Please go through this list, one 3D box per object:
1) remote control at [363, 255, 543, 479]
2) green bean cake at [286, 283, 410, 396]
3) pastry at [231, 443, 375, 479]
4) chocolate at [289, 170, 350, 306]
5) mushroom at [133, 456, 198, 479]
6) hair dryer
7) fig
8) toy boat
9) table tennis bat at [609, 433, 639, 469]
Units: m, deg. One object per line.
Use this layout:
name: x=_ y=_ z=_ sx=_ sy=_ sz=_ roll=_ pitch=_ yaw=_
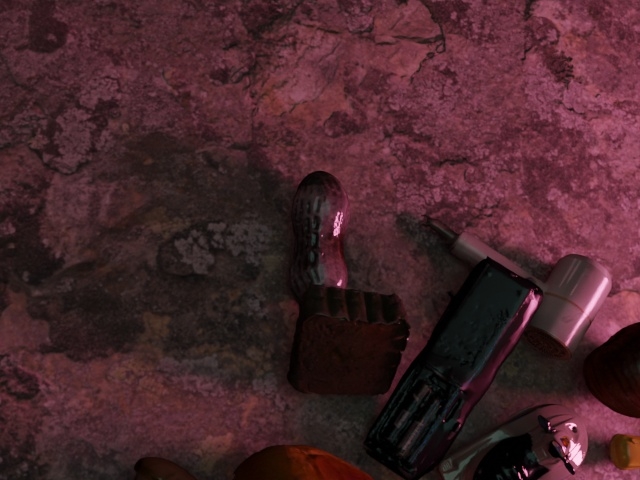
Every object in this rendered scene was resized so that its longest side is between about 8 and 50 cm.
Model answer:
remote control: x=0.221 y=0.213 z=1.465 sx=0.144 sy=0.062 sz=0.399 roll=32 pitch=83 yaw=15
green bean cake: x=0.042 y=0.161 z=1.424 sx=0.181 sy=0.173 sz=0.094 roll=6 pitch=35 yaw=-10
pastry: x=0.024 y=0.438 z=1.276 sx=0.356 sy=0.356 sz=0.164 roll=33 pitch=95 yaw=-3
chocolate: x=0.000 y=0.000 z=1.489 sx=0.110 sy=0.110 sz=0.248 roll=1 pitch=81 yaw=-12
mushroom: x=-0.333 y=0.503 z=1.277 sx=0.407 sy=0.154 sz=0.138 roll=-54 pitch=132 yaw=-24
hair dryer: x=0.336 y=0.045 z=1.564 sx=0.357 sy=0.107 sz=0.173 roll=34 pitch=71 yaw=4
fig: x=0.573 y=0.252 z=1.519 sx=0.175 sy=0.175 sz=0.207 roll=-34 pitch=76 yaw=-18
toy boat: x=0.336 y=0.368 z=1.461 sx=0.269 sy=0.141 sz=0.141 roll=-27 pitch=83 yaw=-3
table tennis bat: x=0.691 y=0.385 z=1.575 sx=0.368 sy=0.054 sz=0.224 roll=7 pitch=74 yaw=-15
